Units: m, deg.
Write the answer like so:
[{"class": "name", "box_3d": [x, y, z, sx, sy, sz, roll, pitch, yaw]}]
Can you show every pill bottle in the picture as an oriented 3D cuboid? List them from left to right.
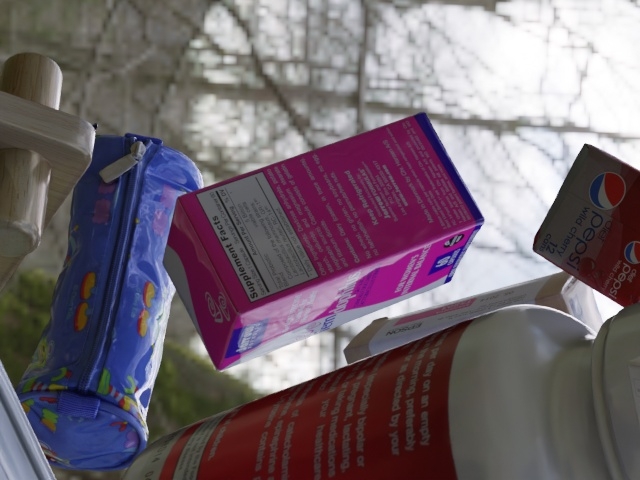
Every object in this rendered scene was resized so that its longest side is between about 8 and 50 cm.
[{"class": "pill bottle", "box_3d": [0.080, 0.176, 1.005, 0.408, 0.229, 0.229, -24, -125, 30]}]

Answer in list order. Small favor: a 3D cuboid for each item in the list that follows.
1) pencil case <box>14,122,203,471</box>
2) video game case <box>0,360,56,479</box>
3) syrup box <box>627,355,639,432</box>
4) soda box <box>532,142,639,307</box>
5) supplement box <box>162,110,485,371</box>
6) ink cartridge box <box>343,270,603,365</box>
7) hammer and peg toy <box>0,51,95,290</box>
[{"class": "pencil case", "box_3d": [-0.180, 0.042, 1.362, 0.133, 0.119, 0.306, 99, 0, -56]}, {"class": "video game case", "box_3d": [-0.255, 0.078, 0.742, 0.036, 0.329, 0.300, -52, 140, -38]}, {"class": "syrup box", "box_3d": [0.223, 0.155, 0.725, 0.096, 0.093, 0.237, 5, -69, 57]}, {"class": "soda box", "box_3d": [0.253, 0.014, 1.114, 0.092, 0.263, 0.083, 34, -81, 34]}, {"class": "supplement box", "box_3d": [0.000, 0.000, 1.242, 0.114, 0.220, 0.111, 63, -22, 21]}, {"class": "ink cartridge box", "box_3d": [0.164, 0.150, 1.496, 0.088, 0.235, 0.193, -35, 106, -60]}, {"class": "hammer and peg toy", "box_3d": [-0.341, -0.044, 0.898, 0.266, 0.361, 0.127, -47, -147, 47]}]
